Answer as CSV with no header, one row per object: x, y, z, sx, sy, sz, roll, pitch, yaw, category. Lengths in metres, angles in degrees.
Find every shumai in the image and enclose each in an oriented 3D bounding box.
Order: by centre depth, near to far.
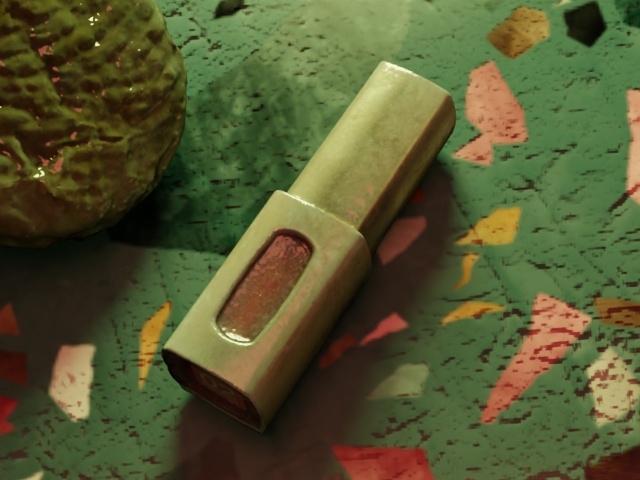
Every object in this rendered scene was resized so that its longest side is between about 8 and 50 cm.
-0.240,-0.109,1.128,0.272,0.204,0.222,36,71,-17,shumai

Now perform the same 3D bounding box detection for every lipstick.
0.000,0.000,1.068,0.079,0.077,0.253,29,69,18,lipstick

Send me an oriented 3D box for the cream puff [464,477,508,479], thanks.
0.077,0.254,0.896,0.240,0.164,0.240,2,73,-7,cream puff
